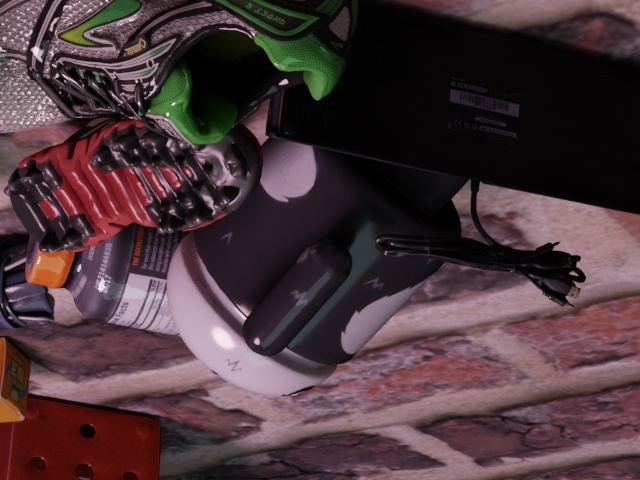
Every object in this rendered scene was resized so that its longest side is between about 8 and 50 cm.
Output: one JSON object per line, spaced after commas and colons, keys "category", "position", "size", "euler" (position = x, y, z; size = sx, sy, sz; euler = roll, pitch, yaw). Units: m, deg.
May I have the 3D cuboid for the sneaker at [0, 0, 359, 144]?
{"category": "sneaker", "position": [-0.130, -0.134, 1.136], "size": [0.343, 0.146, 0.134], "euler": [-14, 148, 31]}

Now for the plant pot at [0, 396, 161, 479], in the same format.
{"category": "plant pot", "position": [-0.315, 0.336, 1.970], "size": [0.267, 0.267, 0.236], "euler": [11, 139, -16]}

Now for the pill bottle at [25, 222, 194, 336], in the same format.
{"category": "pill bottle", "position": [-0.136, 0.018, 1.448], "size": [0.245, 0.130, 0.130], "euler": [13, 151, -18]}

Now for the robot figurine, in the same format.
{"category": "robot figurine", "position": [0.002, 0.001, 1.292], "size": [0.278, 0.174, 0.209], "euler": [-47, 148, 19]}

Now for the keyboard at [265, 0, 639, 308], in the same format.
{"category": "keyboard", "position": [0.113, -0.061, 1.197], "size": [0.317, 0.202, 0.033], "euler": [11, 164, -15]}

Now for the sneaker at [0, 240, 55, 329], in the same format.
{"category": "sneaker", "position": [-0.346, 0.060, 1.516], "size": [0.163, 0.086, 0.226], "euler": [-6, -167, 19]}

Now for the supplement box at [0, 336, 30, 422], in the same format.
{"category": "supplement box", "position": [-0.447, 0.162, 1.816], "size": [0.233, 0.080, 0.078], "euler": [-2, 153, 14]}

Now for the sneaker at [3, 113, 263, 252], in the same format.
{"category": "sneaker", "position": [-0.130, -0.065, 1.281], "size": [0.276, 0.135, 0.098], "euler": [-10, 113, 47]}
